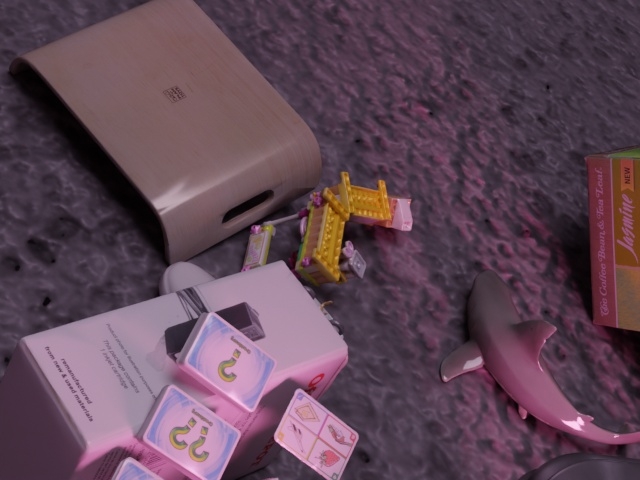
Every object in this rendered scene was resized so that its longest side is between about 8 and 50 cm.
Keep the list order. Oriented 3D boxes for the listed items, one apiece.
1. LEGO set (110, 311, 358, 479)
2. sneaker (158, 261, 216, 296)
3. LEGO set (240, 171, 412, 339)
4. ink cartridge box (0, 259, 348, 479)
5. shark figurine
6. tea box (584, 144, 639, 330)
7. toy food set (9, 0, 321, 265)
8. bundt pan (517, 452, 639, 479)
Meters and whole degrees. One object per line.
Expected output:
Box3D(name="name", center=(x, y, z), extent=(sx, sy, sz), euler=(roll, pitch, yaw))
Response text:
Box3D(name="LEGO set", center=(-0.033, 0.195, 1.012), extent=(0.244, 0.060, 0.182), euler=(41, 61, -26))
Box3D(name="sneaker", center=(-0.072, 0.086, 1.283), extent=(0.080, 0.094, 0.212), euler=(-27, 68, -43))
Box3D(name="LEGO set", center=(0.000, 0.000, 1.434), extent=(0.132, 0.107, 0.287), euler=(62, 32, -20))
Box3D(name="ink cartridge box", center=(-0.137, 0.143, 1.111), extent=(0.273, 0.197, 0.114), euler=(-15, 60, -40))
Box3D(name="shark figurine", center=(0.252, 0.139, 1.420), extent=(0.278, 0.116, 0.166), euler=(44, 44, 15))
Box3D(name="tea box", center=(0.542, -0.013, 1.548), extent=(0.329, 0.323, 0.220), euler=(-12, 101, -39))
Box3D(name="toy food set", center=(-0.171, -0.133, 1.451), extent=(0.220, 0.092, 0.306), euler=(-30, 68, -33))
Box3D(name="bundt pan", center=(0.198, 0.321, 1.062), extent=(0.124, 0.331, 0.331), euler=(17, 44, -7))
